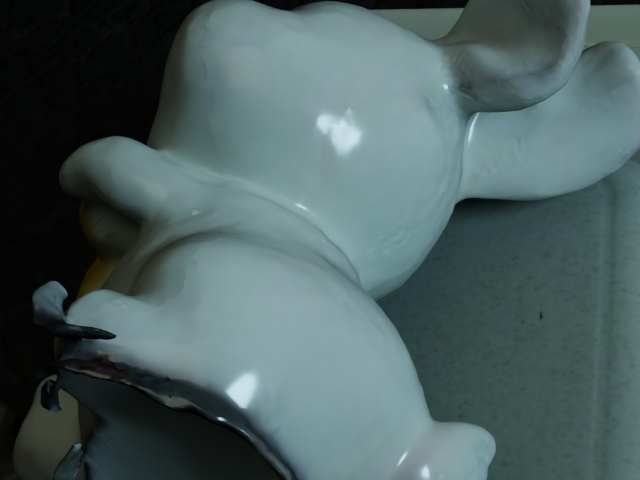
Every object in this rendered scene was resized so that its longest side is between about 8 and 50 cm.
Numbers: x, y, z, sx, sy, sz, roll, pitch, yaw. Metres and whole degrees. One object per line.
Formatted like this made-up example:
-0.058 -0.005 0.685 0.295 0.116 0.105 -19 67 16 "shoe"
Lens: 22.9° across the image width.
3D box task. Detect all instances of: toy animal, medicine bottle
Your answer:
-0.006 -0.003 0.698 0.247 0.183 0.310 6 46 26 "toy animal"
0.055 0.122 0.762 0.282 0.123 0.375 -7 46 21 "medicine bottle"

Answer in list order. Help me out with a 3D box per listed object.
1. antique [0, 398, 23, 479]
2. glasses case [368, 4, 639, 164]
-0.254 0.121 0.894 0.284 0.125 0.150 14 58 33 "antique"
0.103 -0.066 0.906 0.312 0.131 0.070 3 52 26 "glasses case"
